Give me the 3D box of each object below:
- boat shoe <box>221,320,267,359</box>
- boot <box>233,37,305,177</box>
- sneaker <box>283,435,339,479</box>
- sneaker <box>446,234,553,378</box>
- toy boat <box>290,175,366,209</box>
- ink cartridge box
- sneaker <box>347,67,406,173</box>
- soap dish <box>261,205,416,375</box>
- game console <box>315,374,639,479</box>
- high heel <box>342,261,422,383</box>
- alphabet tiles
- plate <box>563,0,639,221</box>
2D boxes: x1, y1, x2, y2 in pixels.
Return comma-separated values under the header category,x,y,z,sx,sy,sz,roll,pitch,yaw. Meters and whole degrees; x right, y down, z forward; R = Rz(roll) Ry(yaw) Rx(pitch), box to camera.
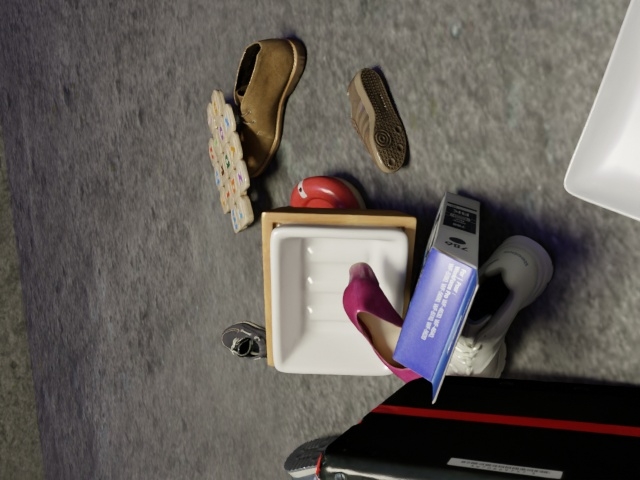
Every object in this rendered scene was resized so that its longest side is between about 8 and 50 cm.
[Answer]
category,x,y,z,sx,sy,sz,roll,pitch,yaw
boat shoe,-0.166,0.222,1.397,0.206,0.064,0.075,-1,95,47
boot,-0.136,-0.258,1.265,0.112,0.115,0.306,42,128,29
sneaker,0.079,0.433,1.158,0.318,0.112,0.131,-17,107,45
sneaker,0.221,0.129,0.924,0.111,0.129,0.297,33,120,30
toy boat,0.000,0.000,1.127,0.151,0.151,0.231,-23,79,46
ink cartridge box,0.160,0.056,0.853,0.065,0.333,0.166,18,111,7
sneaker,0.092,-0.195,1.081,0.071,0.066,0.189,-36,63,61
soap dish,0.026,0.077,1.021,0.118,0.228,0.291,-86,-3,-61
game console,0.233,0.227,0.715,0.386,0.342,0.060,-3,93,27
high heel,0.104,0.151,0.923,0.082,0.117,0.244,-19,116,13
alphabet tiles,-0.192,-0.163,1.335,0.278,0.021,0.284,149,107,-69
plate,0.447,-0.137,0.711,0.277,0.045,0.278,32,117,39
